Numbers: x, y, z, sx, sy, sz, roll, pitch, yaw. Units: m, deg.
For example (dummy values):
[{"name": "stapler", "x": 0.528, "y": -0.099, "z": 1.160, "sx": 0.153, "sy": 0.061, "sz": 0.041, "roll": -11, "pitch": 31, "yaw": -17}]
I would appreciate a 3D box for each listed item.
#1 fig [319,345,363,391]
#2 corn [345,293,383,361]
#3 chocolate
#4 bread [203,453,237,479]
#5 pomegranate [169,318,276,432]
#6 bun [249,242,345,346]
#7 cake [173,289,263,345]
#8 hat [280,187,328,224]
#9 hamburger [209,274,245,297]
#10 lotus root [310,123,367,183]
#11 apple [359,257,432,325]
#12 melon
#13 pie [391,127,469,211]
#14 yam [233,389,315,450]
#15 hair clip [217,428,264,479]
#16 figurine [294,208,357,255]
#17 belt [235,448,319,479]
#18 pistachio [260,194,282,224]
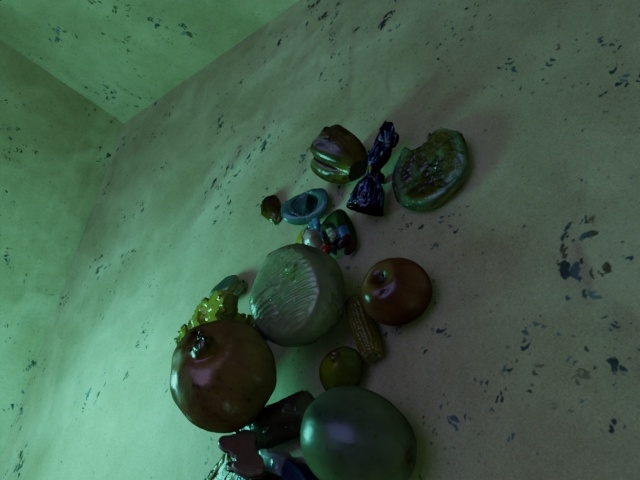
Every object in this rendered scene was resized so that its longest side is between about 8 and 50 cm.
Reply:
[{"name": "fig", "x": 0.060, "y": 0.371, "z": 1.640, "sx": 0.136, "sy": 0.120, "sz": 0.153, "roll": 55, "pitch": 131, "yaw": 55}, {"name": "corn", "x": 0.126, "y": 0.253, "z": 1.685, "sx": 0.080, "sy": 0.080, "sz": 0.238, "roll": -37, "pitch": 42, "yaw": 21}, {"name": "chocolate", "x": 0.185, "y": -0.243, "z": 1.931, "sx": 0.126, "sy": 0.148, "sz": 0.343, "roll": 5, "pitch": 70, "yaw": 29}, {"name": "bread", "x": -0.288, "y": 0.747, "z": 1.751, "sx": 0.225, "sy": 0.081, "sz": 0.134, "roll": -51, "pitch": 44, "yaw": 2}, {"name": "pomegranate", "x": -0.295, "y": 0.380, "z": 1.685, "sx": 0.338, "sy": 0.338, "sz": 0.338, "roll": -26, "pitch": 47, "yaw": 31}, {"name": "bun", "x": -0.061, "y": 0.183, "z": 1.806, "sx": 0.326, "sy": 0.234, "sz": 0.362, "roll": -52, "pitch": 41, "yaw": -1}, {"name": "cake", "x": -0.336, "y": 0.331, "z": 1.984, "sx": 0.286, "sy": 0.227, "sz": 0.222, "roll": -49, "pitch": 38, "yaw": 7}, {"name": "hat", "x": -0.048, "y": -0.119, "z": 2.142, "sx": 0.191, "sy": 0.078, "sz": 0.138, "roll": -16, "pitch": 58, "yaw": 14}, {"name": "hamburger", "x": -0.362, "y": 0.190, "z": 2.226, "sx": 0.140, "sy": 0.062, "sz": 0.133, "roll": -16, "pitch": 28, "yaw": 46}, {"name": "lotus root", "x": 0.074, "y": -0.284, "z": 2.056, "sx": 0.199, "sy": 0.188, "sz": 0.180, "roll": -47, "pitch": 53, "yaw": 7}, {"name": "apple", "x": 0.206, "y": 0.140, "z": 1.617, "sx": 0.201, "sy": 0.162, "sz": 0.201, "roll": -28, "pitch": 46, "yaw": 33}, {"name": "melon", "x": 0.087, "y": 0.493, "z": 1.414, "sx": 0.272, "sy": 0.272, "sz": 0.308, "roll": -55, "pitch": 32, "yaw": 0}, {"name": "pie", "x": 0.344, "y": -0.225, "z": 1.817, "sx": 0.302, "sy": 0.067, "sz": 0.302, "roll": -26, "pitch": 47, "yaw": 32}, {"name": "yam", "x": -0.134, "y": 0.548, "z": 1.705, "sx": 0.279, "sy": 0.131, "sz": 0.131, "roll": -31, "pitch": 44, "yaw": 28}, {"name": "hair clip", "x": -0.210, "y": 0.590, "z": 1.577, "sx": 0.138, "sy": 0.123, "sz": 0.102, "roll": -4, "pitch": 86, "yaw": 56}, {"name": "figurine", "x": 0.008, "y": 0.010, "z": 1.962, "sx": 0.234, "sy": 0.127, "sz": 0.185, "roll": -30, "pitch": 52, "yaw": 13}, {"name": "belt", "x": -0.093, "y": 0.707, "z": 1.548, "sx": 0.347, "sy": 0.117, "sz": 0.212, "roll": 18, "pitch": 77, "yaw": 50}, {"name": "pistachio", "x": -0.206, "y": -0.127, "z": 2.327, "sx": 0.089, "sy": 0.049, "sz": 0.173, "roll": -41, "pitch": 40, "yaw": 18}]
